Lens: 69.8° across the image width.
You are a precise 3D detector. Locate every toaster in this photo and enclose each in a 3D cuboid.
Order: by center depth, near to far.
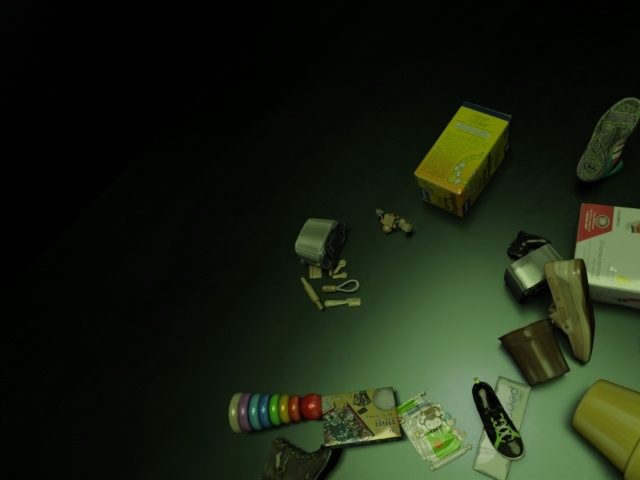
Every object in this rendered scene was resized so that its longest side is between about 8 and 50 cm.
[{"bbox_3d":[0.694,0.112,1.480,0.168,0.185,0.110,-32,63,5],"label":"toaster"},{"bbox_3d":[0.000,0.000,1.828,0.146,0.129,0.227,11,64,29],"label":"toaster"}]

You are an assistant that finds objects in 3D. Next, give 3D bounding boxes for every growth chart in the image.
[{"bbox_3d":[0.351,0.604,1.472,0.172,0.021,0.237,-39,59,-1],"label":"growth chart"}]

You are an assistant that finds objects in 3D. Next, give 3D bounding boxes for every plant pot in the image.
[{"bbox_3d":[0.830,0.503,1.220,0.254,0.254,0.239,-51,44,-7],"label":"plant pot"},{"bbox_3d":[0.662,0.344,1.404,0.167,0.167,0.165,-26,68,8],"label":"plant pot"}]

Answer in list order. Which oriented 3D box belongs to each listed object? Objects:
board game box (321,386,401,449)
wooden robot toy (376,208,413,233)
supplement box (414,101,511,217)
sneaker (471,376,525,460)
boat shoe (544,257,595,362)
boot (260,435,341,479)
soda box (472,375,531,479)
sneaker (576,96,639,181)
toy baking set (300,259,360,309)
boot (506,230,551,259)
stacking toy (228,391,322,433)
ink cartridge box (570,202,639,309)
[{"bbox_3d":[0.129,0.578,1.497,0.243,0.042,0.165,-9,49,4],"label":"board game box"},{"bbox_3d":[0.280,-0.061,1.804,0.173,0.076,0.079,28,113,29],"label":"wooden robot toy"},{"bbox_3d":[0.541,-0.303,1.729,0.195,0.194,0.356,31,80,30],"label":"supplement box"},{"bbox_3d":[0.494,0.508,1.309,0.084,0.097,0.234,-30,56,8],"label":"sneaker"},{"bbox_3d":[0.747,0.209,1.375,0.110,0.341,0.121,-5,20,37],"label":"boat shoe"},{"bbox_3d":[-0.070,0.722,1.539,0.229,0.091,0.263,18,70,31],"label":"boot"},{"bbox_3d":[0.544,0.562,1.376,0.098,0.091,0.286,16,72,27],"label":"soda box"},{"bbox_3d":[0.998,-0.330,1.574,0.124,0.178,0.295,37,112,30],"label":"sneaker"},{"bbox_3d":[0.040,0.175,1.789,0.197,0.030,0.256,-32,59,4],"label":"toy baking set"},{"bbox_3d":[0.719,0.026,1.591,0.121,0.045,0.099,24,74,36],"label":"boot"},{"bbox_3d":[-0.145,0.596,1.608,0.330,0.141,0.141,-8,63,12],"label":"stacking toy"},{"bbox_3d":[0.989,0.058,1.404,0.385,0.160,0.279,9,70,24],"label":"ink cartridge box"}]
